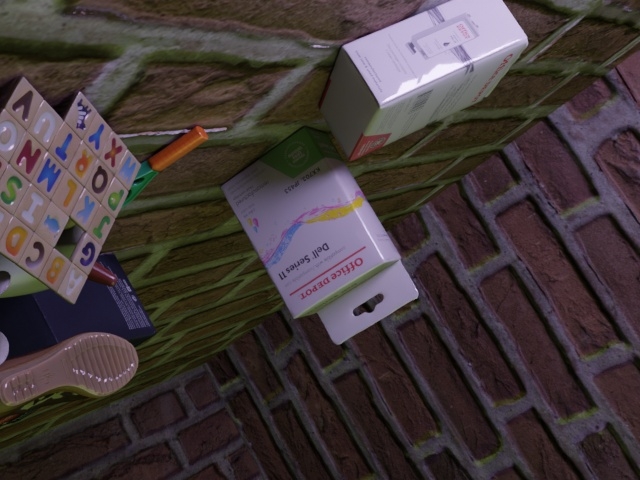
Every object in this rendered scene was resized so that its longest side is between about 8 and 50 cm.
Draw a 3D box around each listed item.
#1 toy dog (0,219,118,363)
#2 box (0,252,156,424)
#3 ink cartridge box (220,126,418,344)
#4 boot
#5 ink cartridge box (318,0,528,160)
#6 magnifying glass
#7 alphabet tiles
[{"bbox_3d":[-0.379,0.066,0.919,0.334,0.161,0.220,-51,175,-24],"label":"toy dog"},{"bbox_3d":[-0.514,0.179,1.277,0.343,0.179,0.312,-32,170,11],"label":"box"},{"bbox_3d":[0.000,0.000,1.379,0.207,0.354,0.119,-34,169,17],"label":"ink cartridge box"},{"bbox_3d":[-0.400,0.189,1.041,0.206,0.090,0.248,-14,176,33],"label":"boot"},{"bbox_3d":[0.159,-0.264,1.226,0.283,0.117,0.207,-27,169,-17],"label":"ink cartridge box"},{"bbox_3d":[-0.263,-0.095,1.117,0.231,0.026,0.092,-34,169,12],"label":"magnifying glass"},{"bbox_3d":[-0.289,-0.061,0.838,0.237,0.009,0.198,63,44,-61],"label":"alphabet tiles"}]
